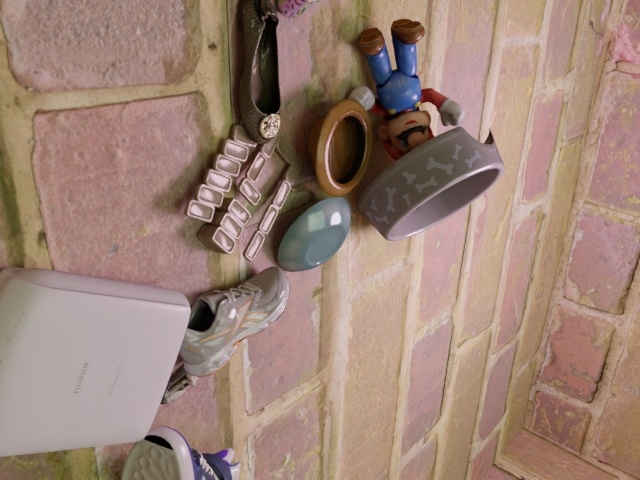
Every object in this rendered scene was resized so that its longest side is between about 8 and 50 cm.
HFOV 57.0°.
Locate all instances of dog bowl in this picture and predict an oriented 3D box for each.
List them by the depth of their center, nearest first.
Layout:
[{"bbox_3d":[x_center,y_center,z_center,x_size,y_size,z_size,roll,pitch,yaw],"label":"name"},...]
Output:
[{"bbox_3d":[0.256,-0.118,1.330,0.349,0.102,0.348,-27,164,-8],"label":"dog bowl"}]

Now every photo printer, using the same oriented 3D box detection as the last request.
[{"bbox_3d":[-0.355,0.172,0.841,0.308,0.107,0.255,20,91,-54],"label":"photo printer"}]

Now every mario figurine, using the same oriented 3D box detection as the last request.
[{"bbox_3d":[0.185,-0.286,1.244,0.170,0.198,0.320,-57,139,-37],"label":"mario figurine"}]

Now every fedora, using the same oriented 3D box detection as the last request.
[{"bbox_3d":[0.027,-0.187,1.178,0.194,0.079,0.194,-23,121,-45],"label":"fedora"}]

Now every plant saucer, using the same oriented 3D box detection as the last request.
[{"bbox_3d":[0.000,0.000,1.213,0.195,0.037,0.194,-31,147,-23],"label":"plant saucer"}]

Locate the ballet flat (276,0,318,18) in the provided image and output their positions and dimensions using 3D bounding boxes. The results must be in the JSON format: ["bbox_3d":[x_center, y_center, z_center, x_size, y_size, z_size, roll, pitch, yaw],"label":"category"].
[{"bbox_3d":[0.010,-0.473,1.019,0.221,0.079,0.077,-56,142,-17],"label":"ballet flat"}]

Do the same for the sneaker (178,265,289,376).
[{"bbox_3d":[-0.161,0.123,1.079,0.262,0.099,0.121,-46,133,-30],"label":"sneaker"}]

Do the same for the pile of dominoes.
[{"bbox_3d":[-0.140,-0.100,1.062,0.196,0.040,0.251,48,60,-47],"label":"pile of dominoes"}]

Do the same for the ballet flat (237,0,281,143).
[{"bbox_3d":[-0.094,-0.283,0.987,0.084,0.058,0.249,-26,123,-49],"label":"ballet flat"}]

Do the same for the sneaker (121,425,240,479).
[{"bbox_3d":[-0.239,0.424,1.090,0.236,0.130,0.322,-40,140,-60],"label":"sneaker"}]

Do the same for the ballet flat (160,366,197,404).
[{"bbox_3d":[-0.251,0.260,1.073,0.114,0.041,0.041,-36,132,-37],"label":"ballet flat"}]
